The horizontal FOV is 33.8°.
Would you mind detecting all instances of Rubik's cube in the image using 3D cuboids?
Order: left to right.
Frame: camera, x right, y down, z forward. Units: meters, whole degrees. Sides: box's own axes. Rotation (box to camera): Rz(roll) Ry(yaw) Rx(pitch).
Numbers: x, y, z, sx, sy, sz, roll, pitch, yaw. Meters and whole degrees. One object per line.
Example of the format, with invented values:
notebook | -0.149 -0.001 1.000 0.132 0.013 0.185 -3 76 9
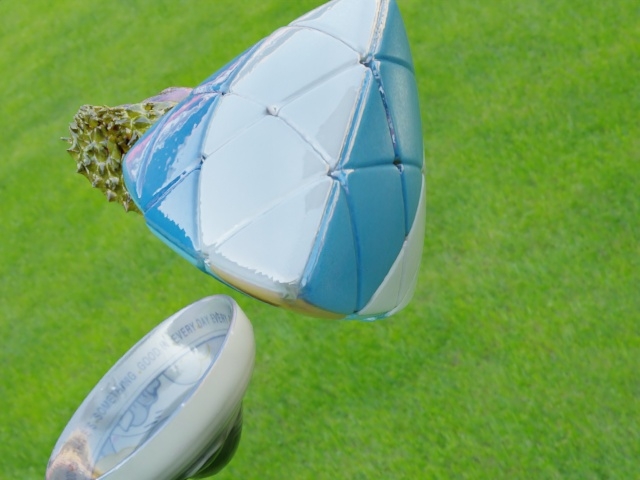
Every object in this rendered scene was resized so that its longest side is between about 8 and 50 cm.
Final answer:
Rubik's cube | 0.000 0.000 0.729 0.254 0.254 0.254 -19 37 15

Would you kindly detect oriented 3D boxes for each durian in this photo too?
durian | -0.139 -0.086 0.997 0.108 0.187 0.119 -27 65 53

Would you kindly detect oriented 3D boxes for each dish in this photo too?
dish | -0.151 0.201 1.129 0.273 0.134 0.273 -38 18 15
